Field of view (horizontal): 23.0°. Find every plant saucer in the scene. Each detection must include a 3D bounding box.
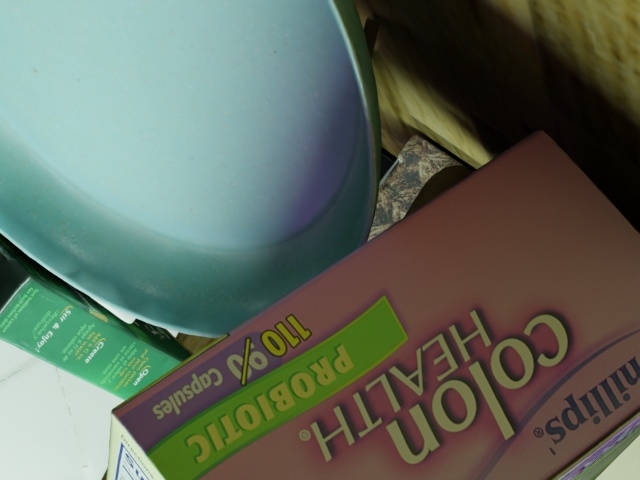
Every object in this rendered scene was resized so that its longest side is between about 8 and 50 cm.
[{"bbox_3d":[-0.098,-0.095,0.668,0.317,0.044,0.317,26,140,24],"label":"plant saucer"}]

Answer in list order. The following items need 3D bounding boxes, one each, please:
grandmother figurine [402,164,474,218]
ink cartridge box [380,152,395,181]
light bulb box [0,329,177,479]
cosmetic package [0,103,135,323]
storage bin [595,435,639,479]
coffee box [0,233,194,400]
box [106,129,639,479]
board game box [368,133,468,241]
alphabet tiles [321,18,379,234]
[{"bbox_3d":[0.174,0.065,0.738,0.342,0.104,0.208,31,175,45],"label":"grandmother figurine"},{"bbox_3d":[0.021,-0.039,1.323,0.165,0.065,0.332,37,176,15],"label":"ink cartridge box"},{"bbox_3d":[-0.264,-0.060,1.173,0.361,0.358,0.225,35,-169,39],"label":"light bulb box"},{"bbox_3d":[-0.190,-0.143,0.853,0.365,0.197,0.155,39,179,-7],"label":"cosmetic package"},{"bbox_3d":[0.257,0.268,1.329,0.123,0.262,0.260,38,178,19],"label":"storage bin"},{"bbox_3d":[-0.147,0.038,0.891,0.113,0.040,0.184,38,180,38],"label":"coffee box"},{"bbox_3d":[0.024,0.101,0.679,0.117,0.213,0.243,51,157,15],"label":"box"},{"bbox_3d":[0.084,0.101,1.062,0.141,0.232,0.291,35,177,24],"label":"board game box"},{"bbox_3d":[0.000,0.000,0.818,0.009,0.198,0.237,13,151,-2],"label":"alphabet tiles"}]
